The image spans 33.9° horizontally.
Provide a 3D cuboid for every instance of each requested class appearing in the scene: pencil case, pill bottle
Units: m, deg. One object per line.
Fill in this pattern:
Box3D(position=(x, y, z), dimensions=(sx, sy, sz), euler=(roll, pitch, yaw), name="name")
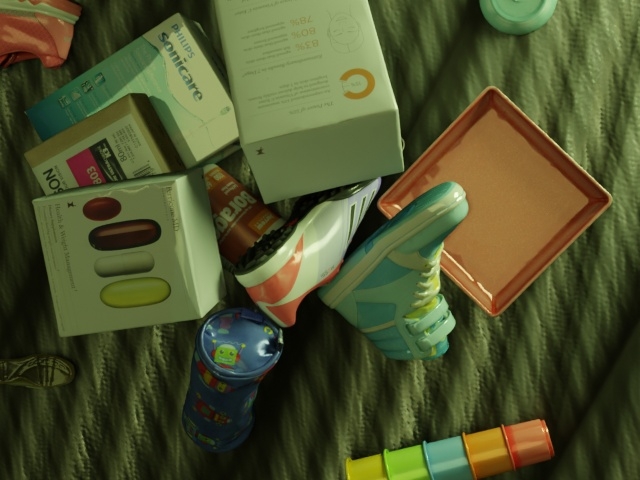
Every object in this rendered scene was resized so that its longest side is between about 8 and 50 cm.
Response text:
Box3D(position=(-0.138, 0.208, 1.581), dimensions=(0.119, 0.306, 0.133), euler=(26, 56, 4), name="pencil case")
Box3D(position=(-0.124, -0.012, 1.649), dimensions=(0.216, 0.121, 0.121), euler=(38, 97, 6), name="pill bottle")

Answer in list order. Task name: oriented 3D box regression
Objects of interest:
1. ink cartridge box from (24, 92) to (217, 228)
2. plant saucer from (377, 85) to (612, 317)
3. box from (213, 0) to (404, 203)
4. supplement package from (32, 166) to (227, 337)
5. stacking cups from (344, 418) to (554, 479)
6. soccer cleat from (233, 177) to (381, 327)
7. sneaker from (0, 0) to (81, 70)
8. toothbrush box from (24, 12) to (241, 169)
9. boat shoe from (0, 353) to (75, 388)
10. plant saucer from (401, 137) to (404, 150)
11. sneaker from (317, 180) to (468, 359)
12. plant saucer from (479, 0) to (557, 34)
Box3D(position=(-0.296, -0.074, 1.565), dimensions=(0.193, 0.088, 0.234), euler=(-28, 93, 10), name="ink cartridge box")
Box3D(position=(0.266, -0.059, 1.624), dimensions=(0.258, 0.048, 0.259), euler=(44, 98, 5), name="plant saucer")
Box3D(position=(-0.023, -0.258, 1.524), dimensions=(0.215, 0.168, 0.345), euler=(-13, 62, 2), name="box")
Box3D(position=(-0.258, 0.014, 1.451), dimensions=(0.203, 0.149, 0.194), euler=(-9, 98, 9), name="supplement package")
Box3D(position=(0.201, 0.351, 1.624), dimensions=(0.316, 0.096, 0.096), euler=(-14, 90, 8), name="stacking cups")
Box3D(position=(0.000, 0.000, 1.580), dimensions=(0.109, 0.318, 0.116), euler=(-12, 115, 47), name="soccer cleat")
Box3D(position=(-0.551, -0.349, 1.710), dimensions=(0.314, 0.116, 0.136), euler=(9, 94, 8), name="sneaker")
Box3D(position=(-0.274, -0.187, 1.663), dimensions=(0.296, 0.126, 0.216), euler=(-32, 89, 10), name="toothbrush box")
Box3D(position=(-0.482, 0.221, 1.757), dimensions=(0.153, 0.048, 0.056), euler=(-5, 79, 2), name="boat shoe")
Box3D(position=(0.046, -0.127, 1.609), dimensions=(0.169, 0.168, 0.029), euler=(-3, 118, 9), name="plant saucer")
Box3D(position=(0.157, 0.061, 1.569), dimensions=(0.208, 0.127, 0.319), euler=(47, 135, -1), name="sneaker")
Box3D(position=(0.305, -0.378, 1.621), dimensions=(0.119, 0.021, 0.119), euler=(0, 92, 8), name="plant saucer")
